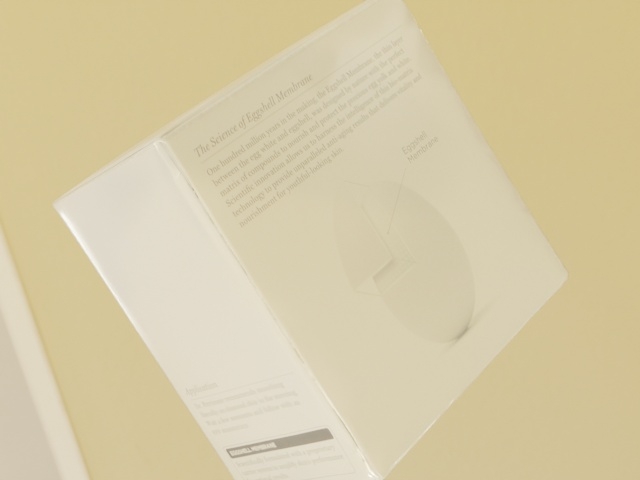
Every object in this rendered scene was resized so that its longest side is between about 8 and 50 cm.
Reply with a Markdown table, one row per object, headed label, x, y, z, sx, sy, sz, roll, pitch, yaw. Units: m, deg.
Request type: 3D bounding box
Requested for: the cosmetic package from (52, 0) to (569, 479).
| label | x | y | z | sx | sy | sz | roll | pitch | yaw |
| --- | --- | --- | --- | --- | --- | --- | --- | --- | --- |
| cosmetic package | 0.000 | 0.000 | 0.776 | 0.138 | 0.225 | 0.224 | -20 | 14 | 49 |
